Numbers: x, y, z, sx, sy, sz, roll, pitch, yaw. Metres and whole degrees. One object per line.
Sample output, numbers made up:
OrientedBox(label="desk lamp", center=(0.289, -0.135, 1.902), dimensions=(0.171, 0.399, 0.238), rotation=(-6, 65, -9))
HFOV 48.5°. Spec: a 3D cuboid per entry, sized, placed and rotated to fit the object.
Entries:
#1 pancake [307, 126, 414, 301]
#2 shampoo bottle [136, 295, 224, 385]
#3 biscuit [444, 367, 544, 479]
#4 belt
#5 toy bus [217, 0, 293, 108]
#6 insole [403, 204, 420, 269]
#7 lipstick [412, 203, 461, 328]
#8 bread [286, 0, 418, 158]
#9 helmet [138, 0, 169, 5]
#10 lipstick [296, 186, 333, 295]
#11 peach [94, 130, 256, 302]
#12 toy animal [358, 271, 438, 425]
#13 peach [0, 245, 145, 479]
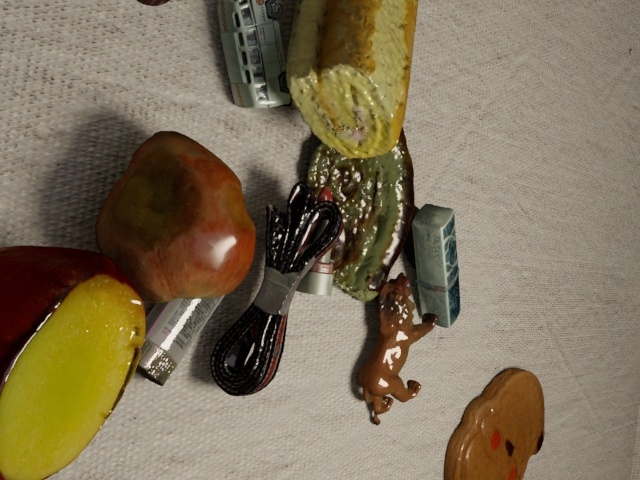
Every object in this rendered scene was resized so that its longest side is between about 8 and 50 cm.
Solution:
OrientedBox(label="pancake", center=(0.074, -0.100, 1.319), dimensions=(0.305, 0.067, 0.426), rotation=(14, 91, -43))
OrientedBox(label="shampoo bottle", center=(-0.205, 0.104, 1.077), dimensions=(0.227, 0.056, 0.086), rotation=(-58, 135, -23))
OrientedBox(label="biscuit", center=(0.457, 0.531, 1.832), dimensions=(0.455, 0.078, 0.349), rotation=(-47, 123, -31))
OrientedBox(label="belt", center=(-0.071, 0.083, 1.149), dimensions=(0.094, 0.126, 0.359), rotation=(51, 60, -83))
OrientedBox(label="toy bus", center=(-0.104, -0.298, 1.104), dimensions=(0.089, 0.087, 0.193), rotation=(-22, 113, -32))
OrientedBox(label="insole", center=(0.186, -0.022, 1.496), dimensions=(0.309, 0.012, 0.110), rotation=(43, 71, -40))
OrientedBox(label="lipstick", center=(0.243, 0.056, 1.479), dimensions=(0.077, 0.076, 0.289), rotation=(-49, 140, -36))
OrientedBox(label="bread", center=(0.063, -0.343, 1.163), dimensions=(0.236, 0.165, 0.375), rotation=(47, 44, -53))
OrientedBox(label="helmet", center=(-0.212, -0.389, 0.985), dimensions=(0.098, 0.070, 0.123), rotation=(33, 71, -44))
OrientedBox(label="lipstick", center=(0.001, 0.000, 1.228), dimensions=(0.057, 0.063, 0.186), rotation=(9, 89, -30))
OrientedBox(label="peach", center=(-0.199, -0.031, 0.968), dimensions=(0.214, 0.214, 0.235), rotation=(-3, 80, -46))
OrientedBox(label="toy animal", center=(0.139, 0.220, 1.435), dimensions=(0.158, 0.097, 0.312), rotation=(25, 80, -39))
OrientedBox(label="peach", center=(-0.340, 0.121, 0.810), dimensions=(0.245, 0.248, 0.274), rotation=(35, 73, -1))
